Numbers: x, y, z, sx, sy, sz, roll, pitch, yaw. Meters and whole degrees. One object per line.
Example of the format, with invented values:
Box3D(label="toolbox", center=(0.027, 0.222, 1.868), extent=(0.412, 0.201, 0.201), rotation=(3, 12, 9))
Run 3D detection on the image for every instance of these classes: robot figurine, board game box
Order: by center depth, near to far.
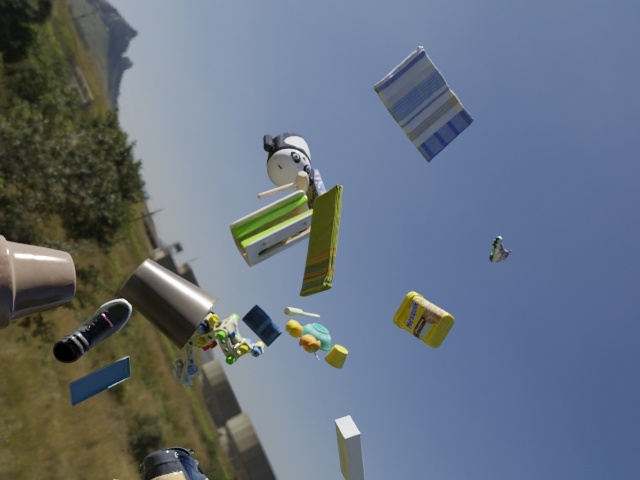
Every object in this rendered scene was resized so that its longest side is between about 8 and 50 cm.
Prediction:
Box3D(label="robot figurine", center=(-0.120, -0.313, 2.385), extent=(0.278, 0.209, 0.173), rotation=(-94, -172, -56))
Box3D(label="board game box", center=(-0.016, -0.173, 2.648), extent=(0.243, 0.042, 0.165), rotation=(-108, -158, -48))

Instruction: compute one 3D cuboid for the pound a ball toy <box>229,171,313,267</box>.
Box3D(label="pound a ball toy", center=(-0.134, -0.065, 2.012), extent=(0.208, 0.319, 0.136), rotation=(51, -19, 38))

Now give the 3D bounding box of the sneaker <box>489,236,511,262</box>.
Box3D(label="sneaker", center=(0.610, 0.030, 2.068), extent=(0.038, 0.069, 0.098), rotation=(-103, -162, -55))

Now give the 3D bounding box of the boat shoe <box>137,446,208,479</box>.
Box3D(label="boat shoe", center=(-0.442, 0.699, 1.841), extent=(0.500, 0.187, 0.156), rotation=(110, -37, -69))

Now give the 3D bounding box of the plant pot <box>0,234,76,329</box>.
Box3D(label="plant pot", center=(-0.809, 0.108, 1.698), extent=(0.263, 0.229, 0.263), rotation=(6, -83, 52))

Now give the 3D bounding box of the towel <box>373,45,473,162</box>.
Box3D(label="towel", center=(0.307, -0.402, 1.821), extent=(0.285, 0.209, 0.034), rotation=(52, -14, -11))

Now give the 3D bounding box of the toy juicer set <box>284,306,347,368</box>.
Box3D(label="toy juicer set", center=(-0.050, 0.335, 2.189), extent=(0.209, 0.089, 0.329), rotation=(24, 11, -27))

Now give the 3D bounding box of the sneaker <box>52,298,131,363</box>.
Box3D(label="sneaker", center=(-0.762, 0.312, 2.061), extent=(0.104, 0.296, 0.147), rotation=(54, 4, -12))

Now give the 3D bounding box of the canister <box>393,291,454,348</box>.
Box3D(label="canister", center=(0.327, 0.252, 1.955), extent=(0.073, 0.126, 0.170), rotation=(33, -1, -40))

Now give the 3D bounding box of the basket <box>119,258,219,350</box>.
Box3D(label="basket", center=(-0.426, 0.168, 1.718), extent=(0.227, 0.154, 0.204), rotation=(36, 28, -5))

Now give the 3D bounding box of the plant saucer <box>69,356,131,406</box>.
Box3D(label="plant saucer", center=(-0.598, 0.378, 1.678), extent=(0.018, 0.192, 0.067), rotation=(13, -69, 32))

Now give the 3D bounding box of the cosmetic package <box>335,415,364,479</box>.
Box3D(label="cosmetic package", center=(0.102, 0.721, 2.089), extent=(0.099, 0.060, 0.239), rotation=(-127, -152, -60))

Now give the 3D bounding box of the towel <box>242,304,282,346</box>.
Box3D(label="towel", center=(-0.174, 0.253, 1.842), extent=(0.119, 0.067, 0.029), rotation=(45, 4, 11))

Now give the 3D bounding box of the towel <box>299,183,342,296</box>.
Box3D(label="towel", center=(0.000, 0.000, 1.312), extent=(0.102, 0.021, 0.237), rotation=(-23, -128, 49))

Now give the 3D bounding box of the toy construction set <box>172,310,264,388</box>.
Box3D(label="toy construction set", center=(-0.374, 0.360, 2.093), extent=(0.215, 0.328, 0.151), rotation=(57, 17, -16))
